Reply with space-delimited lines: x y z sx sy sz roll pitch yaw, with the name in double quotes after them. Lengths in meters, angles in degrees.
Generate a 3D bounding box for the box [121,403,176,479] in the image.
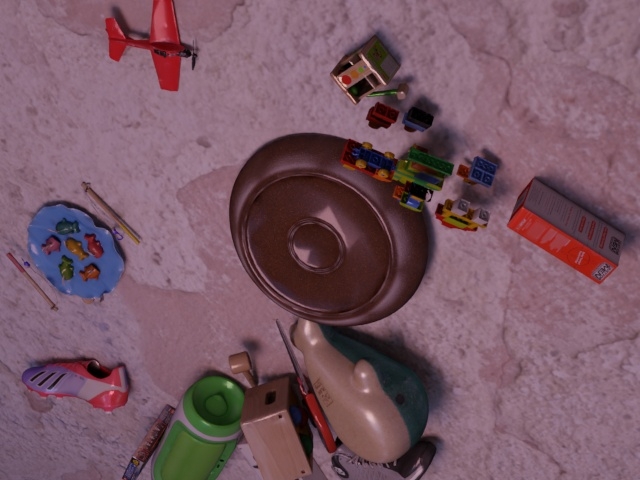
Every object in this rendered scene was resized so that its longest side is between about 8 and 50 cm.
-0.329 0.392 1.838 0.027 0.137 0.094 31 134 0 "box"

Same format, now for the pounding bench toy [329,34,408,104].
0.063 -0.201 1.205 0.065 0.052 0.083 -28 110 40 "pounding bench toy"

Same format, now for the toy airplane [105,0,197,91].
-0.239 -0.273 1.320 0.151 0.028 0.151 15 133 16 "toy airplane"

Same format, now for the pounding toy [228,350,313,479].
-0.079 0.275 1.621 0.094 0.181 0.206 -19 107 6 "pounding toy"

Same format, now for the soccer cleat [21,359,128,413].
-0.480 0.269 1.869 0.248 0.083 0.095 10 101 26 "soccer cleat"

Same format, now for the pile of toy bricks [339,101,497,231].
0.123 -0.092 1.248 0.212 0.118 0.105 23 164 -13 "pile of toy bricks"

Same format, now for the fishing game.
-0.427 0.028 1.634 0.264 0.041 0.189 -30 104 32 "fishing game"

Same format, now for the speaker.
-0.230 0.375 1.782 0.131 0.131 0.296 31 134 1 "speaker"

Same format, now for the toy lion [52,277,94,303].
-0.433 0.053 1.690 0.100 0.034 0.096 26 126 5 "toy lion"

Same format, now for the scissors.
-0.020 0.247 1.567 0.109 0.021 0.297 57 167 41 "scissors"

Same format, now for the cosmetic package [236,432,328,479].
-0.054 0.446 1.794 0.099 0.060 0.239 -13 120 35 "cosmetic package"

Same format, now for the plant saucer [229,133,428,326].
0.000 0.000 1.371 0.310 0.050 0.311 10 119 18 "plant saucer"

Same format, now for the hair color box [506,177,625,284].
0.314 -0.013 1.218 0.141 0.072 0.043 32 134 1 "hair color box"

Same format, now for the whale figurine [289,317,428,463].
0.064 0.216 1.514 0.272 0.141 0.216 52 154 12 "whale figurine"

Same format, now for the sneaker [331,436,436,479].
0.089 0.376 1.648 0.132 0.086 0.228 41 135 -5 "sneaker"
